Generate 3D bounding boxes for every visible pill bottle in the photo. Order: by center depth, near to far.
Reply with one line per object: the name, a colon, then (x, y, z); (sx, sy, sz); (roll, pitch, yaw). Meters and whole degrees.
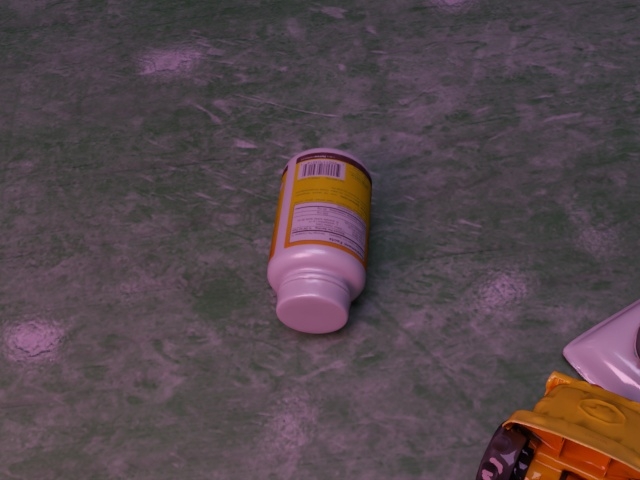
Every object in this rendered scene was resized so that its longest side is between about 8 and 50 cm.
pill bottle: (0.000, 0.000, 0.983); (0.117, 0.117, 0.215); (1, 53, 8)

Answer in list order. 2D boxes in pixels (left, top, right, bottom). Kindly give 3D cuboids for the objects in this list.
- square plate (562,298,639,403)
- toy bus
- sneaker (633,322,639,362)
square plate: (0.502, 0.140, 0.851); (0.347, 0.049, 0.344); (-30, 56, -14)
toy bus: (0.233, 0.234, 0.756); (0.149, 0.220, 0.211); (20, 25, 22)
sneaker: (0.380, 0.065, 0.846); (0.065, 0.076, 0.166); (27, 61, 26)
